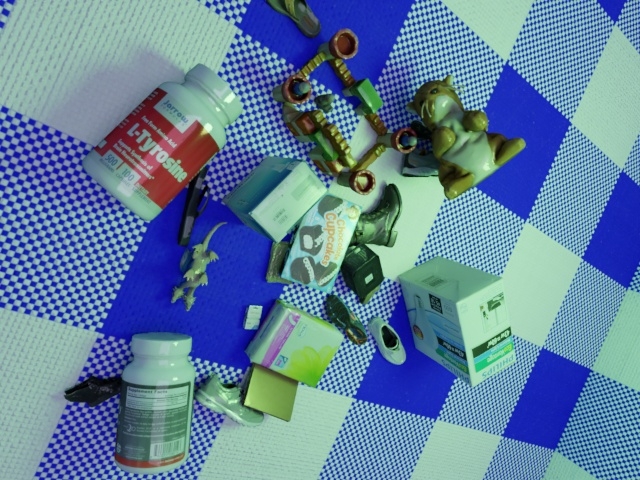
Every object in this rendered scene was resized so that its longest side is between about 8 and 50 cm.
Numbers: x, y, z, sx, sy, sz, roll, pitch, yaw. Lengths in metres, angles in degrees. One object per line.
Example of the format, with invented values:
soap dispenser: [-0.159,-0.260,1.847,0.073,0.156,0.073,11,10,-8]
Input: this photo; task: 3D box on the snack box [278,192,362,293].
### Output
snack box: [0.000,0.000,1.528,0.187,0.060,0.322,20,90,-18]

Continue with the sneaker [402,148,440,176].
sneaker: [0.436,-0.293,1.707,0.271,0.100,0.108,-3,97,-26]

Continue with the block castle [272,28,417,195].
block castle: [0.089,-0.395,1.443,0.303,0.213,0.453,-45,117,-11]

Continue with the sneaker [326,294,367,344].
sneaker: [0.095,0.292,1.682,0.083,0.087,0.221,-31,102,14]

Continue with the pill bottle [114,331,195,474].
pill bottle: [-0.483,0.467,1.329,0.210,0.210,0.363,6,85,-28]

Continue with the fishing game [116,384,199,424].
fishing game: [-0.505,0.568,1.459,0.264,0.041,0.189,-34,112,-16]

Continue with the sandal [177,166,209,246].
sandal: [-0.375,-0.103,1.348,0.054,0.097,0.255,11,107,-27]

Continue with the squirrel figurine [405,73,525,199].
squirrel figurine: [0.459,-0.366,1.540,0.281,0.397,0.370,-38,82,19]

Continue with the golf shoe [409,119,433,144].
golf shoe: [0.416,-0.422,1.689,0.198,0.077,0.094,19,78,-33]

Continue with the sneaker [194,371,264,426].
sneaker: [-0.287,0.546,1.526,0.281,0.105,0.115,41,69,-33]

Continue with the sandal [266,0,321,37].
sandal: [-0.078,-0.713,1.373,0.219,0.060,0.090,38,83,-28]

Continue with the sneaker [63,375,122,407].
sneaker: [-0.663,0.437,1.342,0.170,0.051,0.089,-31,118,-14]

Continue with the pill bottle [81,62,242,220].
pill bottle: [-0.409,-0.271,1.212,0.408,0.229,0.229,-49,117,-9]

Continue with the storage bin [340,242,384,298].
storage bin: [0.150,0.111,1.618,0.122,0.084,0.180,-37,141,-13]

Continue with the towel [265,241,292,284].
towel: [-0.129,0.077,1.544,0.110,0.027,0.148,9,96,-29]

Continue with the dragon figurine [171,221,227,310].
dragon figurine: [-0.382,0.071,1.382,0.085,0.144,0.289,22,72,-27]

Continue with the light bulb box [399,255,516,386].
light bulb box: [0.521,0.296,1.732,0.225,0.358,0.361,-23,109,-19]

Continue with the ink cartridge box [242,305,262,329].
ink cartridge box: [-0.232,0.259,1.531,0.048,0.028,0.083,9,97,-28]

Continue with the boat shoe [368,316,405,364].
boat shoe: [0.278,0.416,1.791,0.095,0.084,0.258,-44,116,-12]

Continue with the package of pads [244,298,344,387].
package of pads: [-0.083,0.362,1.590,0.296,0.101,0.229,33,87,-29]

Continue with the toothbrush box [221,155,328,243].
toothbrush box: [-0.145,-0.133,1.337,0.216,0.295,0.126,-47,118,-11]

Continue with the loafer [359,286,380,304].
loafer: [0.200,0.184,1.716,0.050,0.056,0.148,30,87,-22]

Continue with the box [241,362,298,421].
box: [-0.171,0.527,1.579,0.201,0.021,0.165,33,52,-29]

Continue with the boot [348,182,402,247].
boot: [0.171,-0.087,1.628,0.228,0.091,0.263,4,92,-19]
